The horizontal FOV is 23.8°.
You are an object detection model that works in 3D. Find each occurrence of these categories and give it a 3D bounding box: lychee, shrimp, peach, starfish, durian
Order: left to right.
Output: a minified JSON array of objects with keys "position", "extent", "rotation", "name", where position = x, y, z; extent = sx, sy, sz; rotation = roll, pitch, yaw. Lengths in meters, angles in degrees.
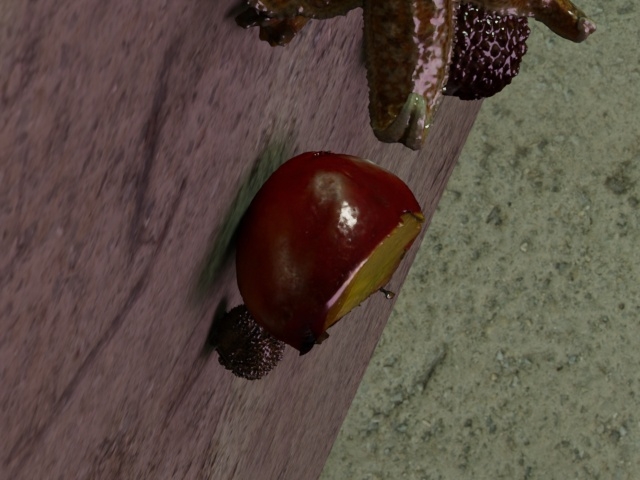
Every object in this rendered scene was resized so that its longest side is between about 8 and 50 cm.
[{"position":[-0.073,0.104,1.583],"extent":[0.091,0.080,0.080],"rotation":[-46,-169,49],"name":"durian"},{"position":[-0.023,-0.240,1.255],"extent":[0.132,0.051,0.187],"rotation":[77,26,-52],"name":"shrimp"},{"position":[-0.004,-0.004,1.519],"extent":[0.267,0.154,0.159],"rotation":[-35,155,-57],"name":"peach"},{"position":[0.084,-0.235,1.126],"extent":[0.303,0.312,0.113],"rotation":[-52,-167,6],"name":"starfish"},{"position":[0.157,-0.254,1.800],"extent":[0.188,0.188,0.188],"rotation":[21,90,-80],"name":"lychee"}]
